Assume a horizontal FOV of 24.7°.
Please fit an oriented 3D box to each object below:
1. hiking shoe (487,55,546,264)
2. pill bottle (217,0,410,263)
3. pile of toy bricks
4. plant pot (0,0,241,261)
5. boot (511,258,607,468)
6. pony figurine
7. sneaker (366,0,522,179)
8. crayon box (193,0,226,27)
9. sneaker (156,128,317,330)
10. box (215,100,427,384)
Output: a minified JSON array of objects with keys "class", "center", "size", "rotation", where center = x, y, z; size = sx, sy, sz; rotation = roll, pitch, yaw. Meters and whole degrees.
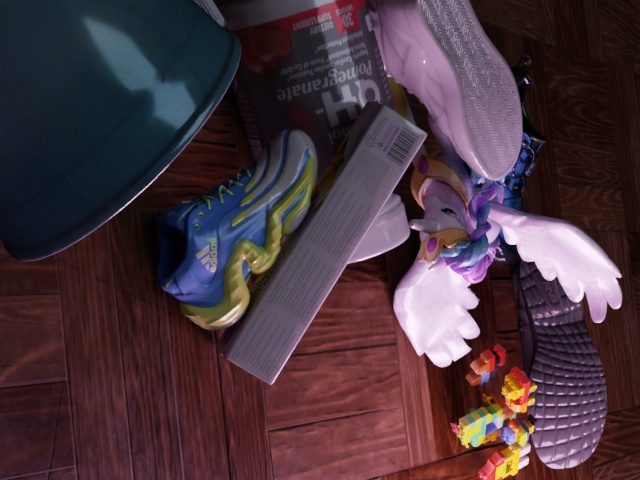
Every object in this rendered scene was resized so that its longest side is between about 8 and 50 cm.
[{"class":"hiking shoe","center":[0.273,-0.115,2.186],"size":[0.113,0.132,0.304],"rotation":[-17,97,-59]},{"class":"pill bottle","center":[0.000,-0.139,1.690],"size":[0.176,0.176,0.318],"rotation":[-37,114,-56]},{"class":"pile of toy bricks","center":[0.232,0.252,2.060],"size":[0.105,0.118,0.212],"rotation":[-26,141,-21]},{"class":"plant pot","center":[-0.250,-0.167,1.215],"size":[0.255,0.272,0.271],"rotation":[47,43,-24]},{"class":"boot","center":[0.354,0.177,2.201],"size":[0.223,0.118,0.338],"rotation":[77,12,-79]},{"class":"pony figurine","center":[0.196,-0.028,1.941],"size":[0.351,0.303,0.363],"rotation":[46,27,-39]},{"class":"sneaker","center":[0.130,-0.206,1.772],"size":[0.108,0.169,0.292],"rotation":[-45,124,-27]},{"class":"crayon box","center":[-0.229,-0.273,1.434],"size":[0.318,0.081,0.202],"rotation":[59,37,-34]},{"class":"sneaker","center":[-0.094,-0.029,1.543],"size":[0.126,0.091,0.240],"rotation":[34,74,-40]},{"class":"box","center":[0.000,0.000,1.585],"size":[0.067,0.063,0.324],"rotation":[31,90,-17]}]
